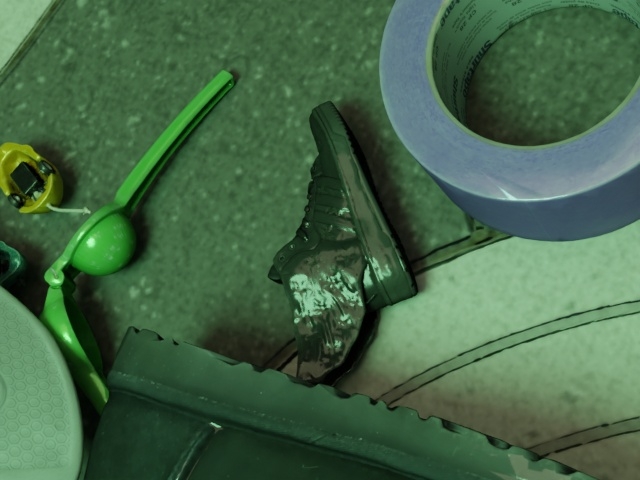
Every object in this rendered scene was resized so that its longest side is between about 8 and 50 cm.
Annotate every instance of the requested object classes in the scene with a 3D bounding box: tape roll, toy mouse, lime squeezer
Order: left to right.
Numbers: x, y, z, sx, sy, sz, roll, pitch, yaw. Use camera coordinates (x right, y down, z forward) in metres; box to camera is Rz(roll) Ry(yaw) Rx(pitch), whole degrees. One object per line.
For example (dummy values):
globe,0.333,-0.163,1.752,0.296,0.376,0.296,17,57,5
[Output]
toy mouse,-0.242,-0.008,0.863,0.161,0.031,0.143,42,97,30
lime squeezer,-0.130,0.027,0.793,0.110,0.059,0.310,-1,73,23
tape roll,0.135,-0.100,0.710,0.189,0.080,0.189,-7,71,20

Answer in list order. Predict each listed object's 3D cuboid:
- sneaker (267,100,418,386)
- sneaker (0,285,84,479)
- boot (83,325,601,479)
sneaker,0.001,0.001,0.749,0.089,0.051,0.170,-25,69,8
sneaker,-0.258,0.095,0.787,0.296,0.104,0.147,43,131,25
boot,-0.029,0.301,0.607,0.367,0.146,0.445,12,76,35
